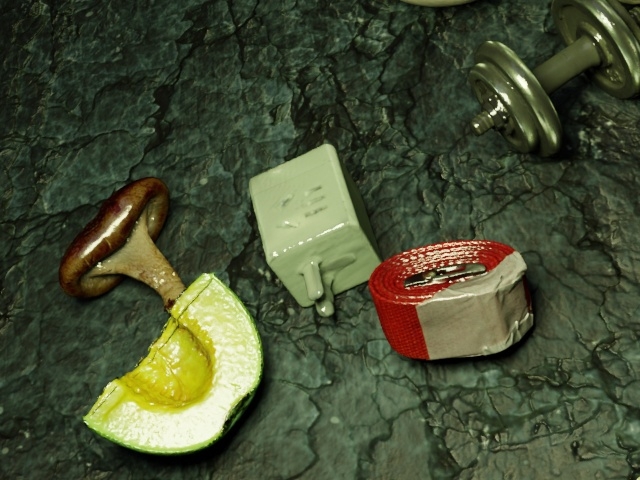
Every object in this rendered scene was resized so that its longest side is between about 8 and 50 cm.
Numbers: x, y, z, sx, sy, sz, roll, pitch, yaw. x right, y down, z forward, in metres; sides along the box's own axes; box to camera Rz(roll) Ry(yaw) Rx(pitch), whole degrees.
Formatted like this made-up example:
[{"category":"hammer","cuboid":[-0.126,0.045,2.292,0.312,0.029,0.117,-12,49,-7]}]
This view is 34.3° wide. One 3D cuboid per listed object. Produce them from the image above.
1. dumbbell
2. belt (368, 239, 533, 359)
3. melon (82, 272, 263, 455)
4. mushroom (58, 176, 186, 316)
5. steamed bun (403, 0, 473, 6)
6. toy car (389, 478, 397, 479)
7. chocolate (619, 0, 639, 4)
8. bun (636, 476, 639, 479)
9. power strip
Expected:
[{"category":"dumbbell","cuboid":[0.330,-0.234,1.438,0.290,0.192,0.192,-35,49,-2]},{"category":"belt","cuboid":[0.172,0.083,1.334,0.200,0.124,0.128,-9,34,14]},{"category":"melon","cuboid":[-0.171,0.202,1.421,0.169,0.129,0.265,34,71,16]},{"category":"mushroom","cuboid":[-0.259,0.034,1.590,0.217,0.148,0.227,33,84,20]},{"category":"steamed bun","cuboid":[0.231,-0.526,1.646,0.374,0.241,0.374,-37,31,27]},{"category":"toy car","cuboid":[0.114,0.324,1.244,0.121,0.035,0.059,-1,56,35]},{"category":"chocolate","cuboid":[0.492,-0.510,1.488,0.297,0.314,0.326,-32,48,8]},{"category":"bun","cuboid":[0.400,0.335,1.017,0.259,0.152,0.259,-21,27,11]},{"category":"power strip","cuboid":[0.000,0.000,1.460,0.140,0.139,0.224,-24,50,8]}]
